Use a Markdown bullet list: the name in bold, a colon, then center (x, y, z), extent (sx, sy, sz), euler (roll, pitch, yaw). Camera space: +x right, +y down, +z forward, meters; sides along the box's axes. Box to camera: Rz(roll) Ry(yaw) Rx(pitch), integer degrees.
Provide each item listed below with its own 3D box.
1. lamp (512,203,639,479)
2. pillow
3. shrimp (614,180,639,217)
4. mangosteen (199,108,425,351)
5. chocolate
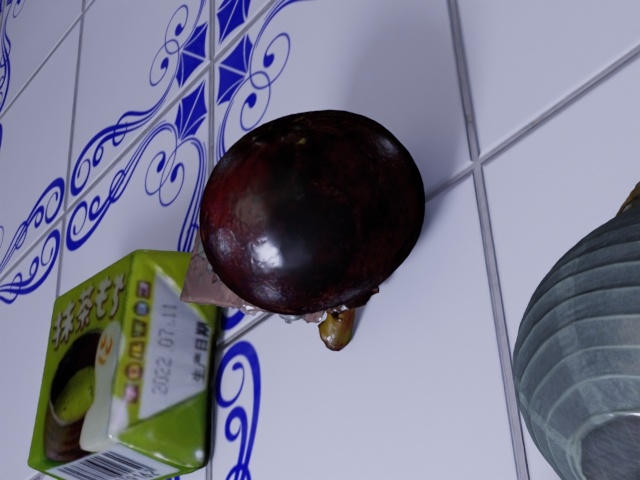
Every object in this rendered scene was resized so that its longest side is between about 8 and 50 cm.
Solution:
- **lamp**: center (0.254, 0.074, 0.695), extent (0.265, 0.233, 0.233), euler (-34, 47, 52)
- **pillow**: center (-0.068, 0.024, 1.337), extent (0.248, 0.049, 0.135), euler (4, 81, 41)
- **shrimp**: center (0.261, 0.017, 0.876), extent (0.253, 0.058, 0.173), euler (-50, 29, 23)
- **mangosteen**: center (0.000, 0.000, 1.157), extent (0.235, 0.236, 0.261), euler (24, 136, 58)
- **chocolate**: center (-0.262, 0.174, 1.492), extent (0.301, 0.137, 0.288), euler (-25, 53, 48)
